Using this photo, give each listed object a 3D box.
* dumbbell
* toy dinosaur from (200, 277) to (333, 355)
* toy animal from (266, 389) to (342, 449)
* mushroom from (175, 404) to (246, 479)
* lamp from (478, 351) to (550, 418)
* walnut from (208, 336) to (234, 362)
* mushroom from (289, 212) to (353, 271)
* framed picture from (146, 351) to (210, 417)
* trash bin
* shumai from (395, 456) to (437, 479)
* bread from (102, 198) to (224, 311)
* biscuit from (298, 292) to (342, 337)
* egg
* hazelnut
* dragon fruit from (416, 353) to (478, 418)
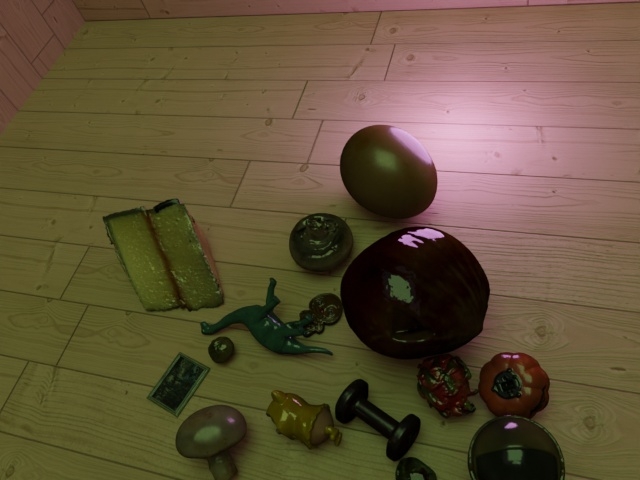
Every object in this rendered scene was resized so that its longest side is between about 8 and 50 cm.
[{"bbox_3d":[0.158,0.499,1.612,0.226,0.140,0.124,30,52,30],"label":"dumbbell"},{"bbox_3d":[-0.192,0.325,1.882,0.331,0.129,0.383,-46,75,19],"label":"toy dinosaur"},{"bbox_3d":[-0.045,0.515,1.651,0.230,0.156,0.156,22,64,26],"label":"toy animal"},{"bbox_3d":[-0.301,0.575,1.675,0.206,0.209,0.206,-39,16,13],"label":"mushroom"},{"bbox_3d":[0.529,0.398,1.572,0.188,0.164,0.187,-12,67,30],"label":"lamp"},{"bbox_3d":[-0.324,0.356,1.880,0.092,0.092,0.092,-7,54,10],"label":"walnut"},{"bbox_3d":[0.000,0.000,1.986,0.227,0.178,0.226,-2,58,3],"label":"mushroom"},{"bbox_3d":[-0.466,0.466,1.884,0.142,0.011,0.183,21,63,27],"label":"framed picture"},{"bbox_3d":[0.461,0.547,1.374,0.214,0.333,0.214,-7,53,9],"label":"trash bin"},{"bbox_3d":[0.250,0.628,1.527,0.124,0.087,0.099,31,69,32],"label":"shumai"},{"bbox_3d":[-0.571,0.067,2.074,0.346,0.242,0.404,-21,49,4],"label":"bread"},{"bbox_3d":[-0.003,0.246,1.906,0.175,0.026,0.124,-42,55,-16],"label":"biscuit"},{"bbox_3d":[0.236,-0.236,2.011,0.301,0.301,0.374,-35,59,-10],"label":"egg"},{"bbox_3d":[0.268,0.167,1.671,0.402,0.401,0.429,28,29,30],"label":"hazelnut"},{"bbox_3d":[0.360,0.412,1.624,0.167,0.160,0.171,2,65,-27],"label":"dragon fruit"}]
